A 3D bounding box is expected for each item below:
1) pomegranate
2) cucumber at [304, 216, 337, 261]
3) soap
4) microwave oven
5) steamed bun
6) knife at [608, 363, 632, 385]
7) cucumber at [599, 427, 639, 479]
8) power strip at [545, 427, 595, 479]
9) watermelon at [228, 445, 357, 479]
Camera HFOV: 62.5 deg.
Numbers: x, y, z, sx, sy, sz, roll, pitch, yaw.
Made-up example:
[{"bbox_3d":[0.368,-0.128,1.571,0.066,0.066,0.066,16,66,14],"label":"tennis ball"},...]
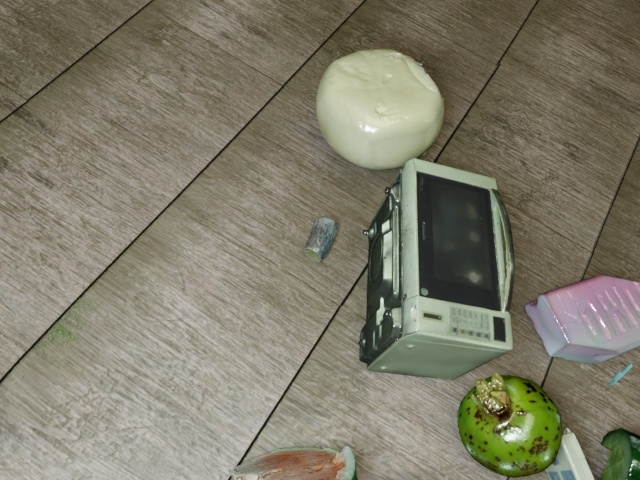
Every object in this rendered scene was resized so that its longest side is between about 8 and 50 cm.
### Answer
[{"bbox_3d":[0.384,0.373,1.098,0.211,0.263,0.211,-20,44,21],"label":"pomegranate"},{"bbox_3d":[0.000,-0.002,1.320,0.064,0.064,0.112,20,65,1],"label":"cucumber"},{"bbox_3d":[0.699,0.190,1.306,0.324,0.109,0.192,-14,67,-16],"label":"soap"},{"bbox_3d":[0.233,0.071,1.165,0.247,0.333,0.394,9,62,-9],"label":"microwave oven"},{"bbox_3d":[0.142,-0.332,1.408,0.312,0.233,0.333,-11,58,-11],"label":"steamed bun"},{"bbox_3d":[0.738,0.330,1.299,0.091,0.005,0.014,-32,74,-21],"label":"knife"},{"bbox_3d":[0.672,0.507,1.110,0.130,0.191,0.191,23,63,12],"label":"cucumber"},{"bbox_3d":[0.552,0.571,1.096,0.043,0.106,0.367,-8,65,-17],"label":"power strip"},{"bbox_3d":[-0.033,0.468,0.951,0.180,0.305,0.224,37,56,-26],"label":"watermelon"}]
